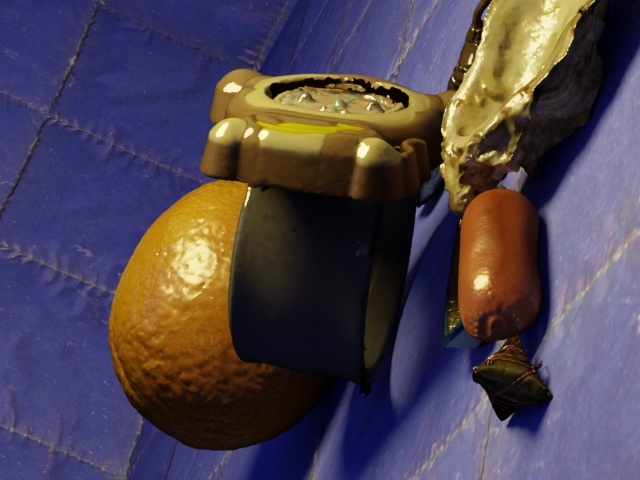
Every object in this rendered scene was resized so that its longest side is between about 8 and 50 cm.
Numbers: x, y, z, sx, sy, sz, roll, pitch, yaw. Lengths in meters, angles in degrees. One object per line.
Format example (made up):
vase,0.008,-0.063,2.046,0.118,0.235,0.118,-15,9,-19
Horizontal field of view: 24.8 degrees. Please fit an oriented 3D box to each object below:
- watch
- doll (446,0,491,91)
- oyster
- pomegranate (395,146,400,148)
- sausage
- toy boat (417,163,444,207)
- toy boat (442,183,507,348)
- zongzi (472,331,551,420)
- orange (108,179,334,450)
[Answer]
watch,0.000,0.000,1.599,0.335,0.314,0.327,-54,-30,-67
doll,0.190,-0.216,1.778,0.165,0.057,0.139,118,171,-72
oyster,0.229,-0.186,1.418,0.361,0.096,0.221,-68,16,-8
pomegranate,0.060,-0.084,1.957,0.159,0.129,0.129,-57,11,3
sausage,0.164,0.020,1.340,0.194,0.077,0.077,-81,18,-51
toy boat,0.130,-0.101,1.793,0.061,0.060,0.137,53,131,44
toy boat,0.159,0.013,1.458,0.080,0.045,0.229,123,166,-46
zongzi,0.161,0.108,1.233,0.083,0.067,0.074,92,-170,-70
orange,-0.116,0.090,1.920,0.322,0.322,0.357,130,156,-57
